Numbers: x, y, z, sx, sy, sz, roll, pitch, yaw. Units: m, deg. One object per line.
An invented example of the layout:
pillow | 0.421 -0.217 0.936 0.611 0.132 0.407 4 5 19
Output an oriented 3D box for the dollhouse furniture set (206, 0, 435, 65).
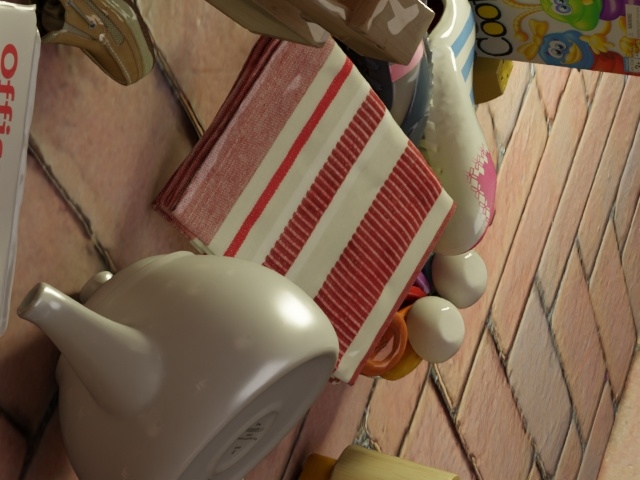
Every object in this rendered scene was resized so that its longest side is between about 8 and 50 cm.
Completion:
dollhouse furniture set | 0.006 -0.347 1.308 0.174 0.303 0.355 31 85 -38

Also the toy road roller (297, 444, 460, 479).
toy road roller | 0.032 0.339 1.757 0.240 0.203 0.329 80 29 -52

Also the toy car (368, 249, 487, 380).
toy car | 0.088 0.062 1.912 0.136 0.159 0.182 43 52 -21

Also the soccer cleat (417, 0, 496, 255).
soccer cleat | 0.110 -0.146 1.829 0.143 0.116 0.331 33 48 -51

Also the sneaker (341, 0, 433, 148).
sneaker | 0.044 -0.224 1.726 0.131 0.112 0.319 -14 110 -48

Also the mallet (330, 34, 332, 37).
mallet | -0.002 -0.177 1.707 0.039 0.062 0.189 -53 161 -36

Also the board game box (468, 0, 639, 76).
board game box | 0.268 -0.301 1.969 0.142 0.275 0.144 77 32 -44

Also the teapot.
teapot | -0.120 0.098 1.360 0.252 0.187 0.256 -35 161 -35

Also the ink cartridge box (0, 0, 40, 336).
ink cartridge box | -0.299 -0.039 0.922 0.307 0.129 0.223 -4 103 -67

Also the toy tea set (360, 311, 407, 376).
toy tea set | 0.000 0.000 1.729 0.200 0.124 0.336 1 104 -38

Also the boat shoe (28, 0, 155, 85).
boat shoe | -0.187 -0.170 1.233 0.072 0.068 0.190 -56 140 -21

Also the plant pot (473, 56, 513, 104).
plant pot | 0.189 -0.215 2.072 0.081 0.083 0.081 65 41 -56

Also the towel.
towel | -0.003 -0.035 1.588 0.237 0.037 0.329 -58 136 -17
